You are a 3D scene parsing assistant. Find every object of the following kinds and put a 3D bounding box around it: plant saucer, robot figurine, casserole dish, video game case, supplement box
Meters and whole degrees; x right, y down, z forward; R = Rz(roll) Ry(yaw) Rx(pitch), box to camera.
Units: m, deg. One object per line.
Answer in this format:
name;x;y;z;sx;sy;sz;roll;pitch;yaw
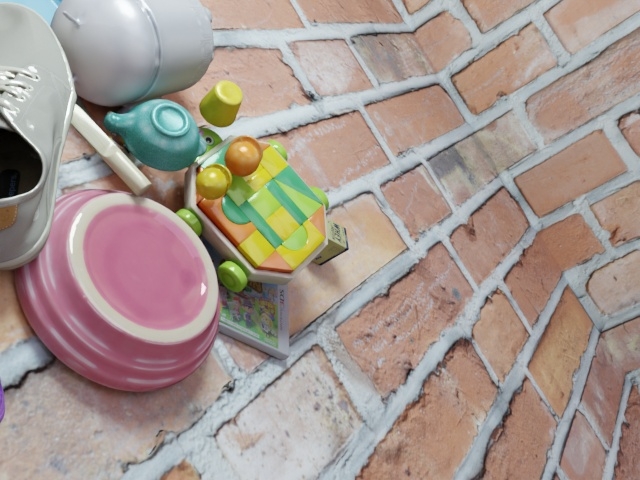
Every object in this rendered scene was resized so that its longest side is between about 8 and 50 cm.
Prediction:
plant saucer;-0.277;0.055;1.094;0.332;0.084;0.332;31;40;-29
robot figurine;-0.325;-0.347;1.285;0.353;0.199;0.300;-38;129;-58
casserole dish;-0.491;-0.397;1.258;0.114;0.037;0.188;51;32;-11
video game case;-0.138;0.095;1.330;0.212;0.023;0.193;31;40;-36
supplement box;0.000;0.000;1.545;0.083;0.083;0.056;27;44;-41

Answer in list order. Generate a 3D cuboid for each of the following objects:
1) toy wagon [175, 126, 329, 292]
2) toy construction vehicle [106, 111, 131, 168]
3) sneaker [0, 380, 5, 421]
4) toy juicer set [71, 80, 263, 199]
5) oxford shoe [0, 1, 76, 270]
toy wagon;-0.142;-0.082;1.316;0.344;0.068;0.267;49;53;-4
toy construction vehicle;-0.332;-0.164;1.241;0.098;0.035;0.086;69;25;-52
sneaker;-0.419;0.109;0.854;0.095;0.104;0.237;-3;67;-56
toy juicer set;-0.245;-0.145;1.210;0.328;0.089;0.209;-17;74;-37
oxford shoe;-0.433;-0.177;1.013;0.169;0.130;0.450;-6;60;-7
